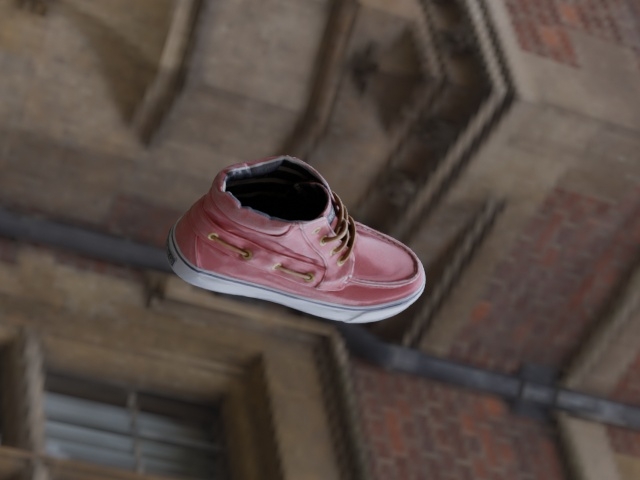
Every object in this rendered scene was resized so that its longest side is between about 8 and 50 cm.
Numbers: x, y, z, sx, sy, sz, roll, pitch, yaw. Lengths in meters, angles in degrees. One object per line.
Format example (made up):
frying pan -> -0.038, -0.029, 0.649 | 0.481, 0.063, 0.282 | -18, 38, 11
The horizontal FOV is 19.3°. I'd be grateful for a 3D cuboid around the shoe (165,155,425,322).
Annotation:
shoe -> 0.000, 0.000, 1.157 | 0.081, 0.178, 0.063 | -50, -141, 46
